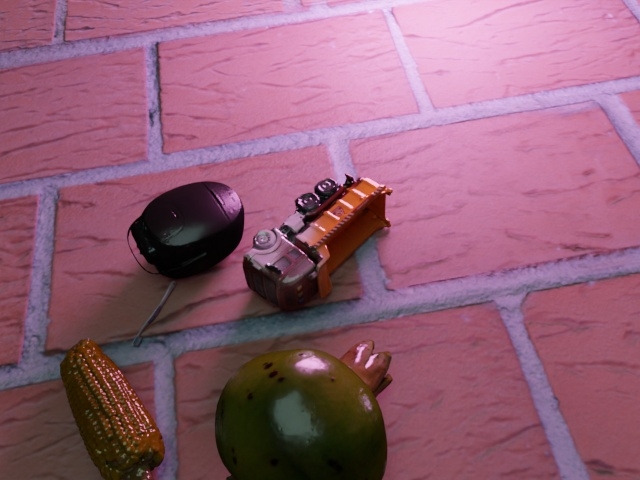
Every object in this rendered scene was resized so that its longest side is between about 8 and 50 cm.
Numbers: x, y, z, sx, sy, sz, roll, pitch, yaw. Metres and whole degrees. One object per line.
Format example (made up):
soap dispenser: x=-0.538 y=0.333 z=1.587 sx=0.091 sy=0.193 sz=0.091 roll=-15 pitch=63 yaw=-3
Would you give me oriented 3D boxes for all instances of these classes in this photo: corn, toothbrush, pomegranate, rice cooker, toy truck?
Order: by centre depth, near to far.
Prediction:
pomegranate: x=0.002 y=0.235 z=0.829 sx=0.236 sy=0.236 sz=0.301 roll=38 pitch=46 yaw=25
corn: x=-0.307 y=0.251 z=0.904 sx=0.097 sy=0.097 sz=0.262 roll=-31 pitch=56 yaw=-17
toothbrush: x=-0.278 y=0.121 z=1.040 sx=0.013 sy=0.011 sz=0.131 roll=11 pitch=56 yaw=25
toy truck: x=0.000 y=0.000 z=1.051 sx=0.135 sy=0.114 sz=0.270 roll=34 pitch=61 yaw=28
rice cooker: x=-0.225 y=-0.016 z=1.066 sx=0.203 sy=0.118 sz=0.142 roll=-28 pitch=59 yaw=-16
